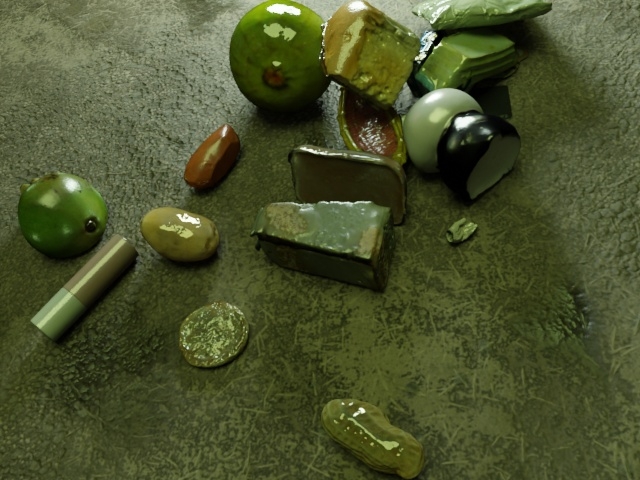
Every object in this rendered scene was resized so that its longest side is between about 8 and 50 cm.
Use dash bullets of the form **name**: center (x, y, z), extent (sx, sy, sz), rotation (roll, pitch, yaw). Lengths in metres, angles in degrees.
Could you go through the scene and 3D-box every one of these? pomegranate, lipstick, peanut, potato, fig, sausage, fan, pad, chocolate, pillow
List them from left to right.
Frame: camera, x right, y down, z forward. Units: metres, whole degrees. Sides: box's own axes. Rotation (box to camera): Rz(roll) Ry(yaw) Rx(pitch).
- **pomegranate**: center (-0.606, -0.088, 1.601), extent (0.189, 0.159, 0.241), rotation (-20, 48, 0)
- **lipstick**: center (-0.504, 0.100, 1.492), extent (0.070, 0.070, 0.254), rotation (28, 66, 30)
- **potato**: center (-0.303, -0.011, 1.494), extent (0.178, 0.118, 0.110), rotation (14, 95, 8)
- **sausage**: center (-0.248, -0.193, 1.622), extent (0.089, 0.089, 0.179), rotation (24, 70, 28)
- **fig**: center (-0.091, -0.456, 1.676), extent (0.257, 0.258, 0.326), rotation (-14, 35, 5)
- **chocolate**: center (0.067, -0.128, 1.459), extent (0.261, 0.161, 0.083), rotation (13, 41, 18)
- **peanut**: center (0.088, 0.329, 1.163), extent (0.194, 0.083, 0.093), rotation (26, 30, 24)
- **pad**: center (0.355, -0.309, 1.589), extent (0.157, 0.003, 0.112), rotation (-5, 55, 12)
- **pillow**: center (0.371, -0.558, 1.647), extent (0.274, 0.076, 0.281), rotation (-8, 25, 1)
- **fan**: center (0.384, -0.401, 1.640), extent (0.152, 0.008, 0.227), rotation (24, 63, 27)

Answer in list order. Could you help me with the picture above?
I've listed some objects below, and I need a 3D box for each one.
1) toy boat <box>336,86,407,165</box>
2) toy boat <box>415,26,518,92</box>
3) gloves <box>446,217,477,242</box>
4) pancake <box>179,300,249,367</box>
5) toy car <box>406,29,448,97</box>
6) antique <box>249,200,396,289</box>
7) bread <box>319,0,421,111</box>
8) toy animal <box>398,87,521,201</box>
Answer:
- **toy boat**: center (0.115, -0.253, 1.559), extent (0.140, 0.099, 0.318), rotation (-23, 56, 2)
- **toy boat**: center (0.337, -0.411, 1.553), extent (0.276, 0.084, 0.111), rotation (-25, 53, -30)
- **gloves**: center (0.276, -0.020, 1.382), extent (0.080, 0.037, 0.044), rotation (-15, 88, -14)
- **pancake**: center (-0.211, 0.184, 1.381), extent (0.151, 0.025, 0.152), rotation (-8, 54, 11)
- **toy car**: center (0.245, -0.410, 1.626), extent (0.100, 0.097, 0.191), rotation (-3, 44, 40)
- **antique**: center (0.000, 0.000, 1.391), extent (0.284, 0.125, 0.150), rotation (7, 56, 19)
- **bread**: center (0.105, -0.433, 1.534), extent (0.204, 0.162, 0.262), rotation (23, 45, -22)
- **toy animal**: center (0.281, -0.213, 1.441), extent (0.187, 0.165, 0.235), rotation (-35, 51, -17)
